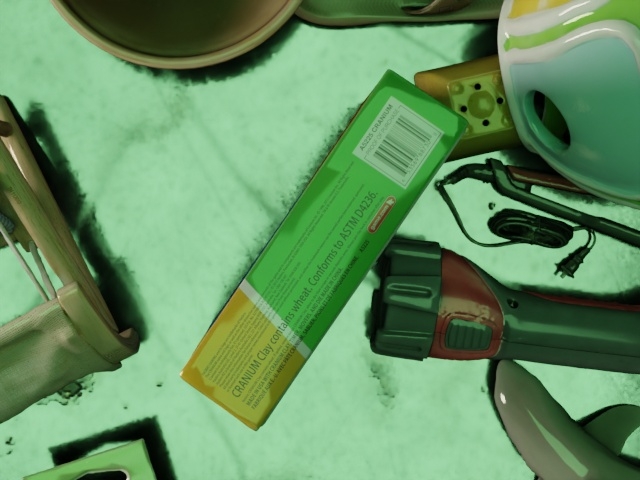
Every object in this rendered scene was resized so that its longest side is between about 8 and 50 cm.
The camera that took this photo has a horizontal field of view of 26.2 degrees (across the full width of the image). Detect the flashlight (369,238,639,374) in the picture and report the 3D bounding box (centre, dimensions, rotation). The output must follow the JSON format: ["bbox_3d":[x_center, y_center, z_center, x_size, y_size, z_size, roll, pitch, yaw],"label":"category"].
[{"bbox_3d":[0.196,0.064,1.140,0.304,0.103,0.103,6,77,-4],"label":"flashlight"}]

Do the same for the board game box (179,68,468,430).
[{"bbox_3d":[0.000,0.000,1.024,0.064,0.316,0.242,34,91,-2],"label":"board game box"}]

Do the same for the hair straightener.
[{"bbox_3d":[0.210,-0.011,1.162,0.230,0.047,0.089,12,92,-2],"label":"hair straightener"}]

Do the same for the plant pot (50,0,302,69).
[{"bbox_3d":[-0.115,-0.255,1.109,0.237,0.110,0.237,0,95,-4],"label":"plant pot"}]

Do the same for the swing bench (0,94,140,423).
[{"bbox_3d":[-0.317,0.046,1.095,0.253,0.165,0.254,-28,93,0],"label":"swing bench"}]

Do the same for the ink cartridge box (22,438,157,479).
[{"bbox_3d":[-0.166,0.276,1.160,0.109,0.062,0.209,-17,93,0],"label":"ink cartridge box"}]

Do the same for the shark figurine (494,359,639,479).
[{"bbox_3d":[0.278,0.201,1.144,0.278,0.116,0.166,7,94,0],"label":"shark figurine"}]

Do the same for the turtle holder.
[{"bbox_3d":[0.251,-0.161,1.037,0.227,0.320,0.243,-2,61,27],"label":"turtle holder"}]

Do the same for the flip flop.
[{"bbox_3d":[0.101,-0.236,1.132,0.277,0.080,0.112,-7,93,-1],"label":"flip flop"}]

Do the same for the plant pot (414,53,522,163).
[{"bbox_3d":[0.128,-0.111,1.137,0.081,0.083,0.081,-13,92,-1],"label":"plant pot"}]
